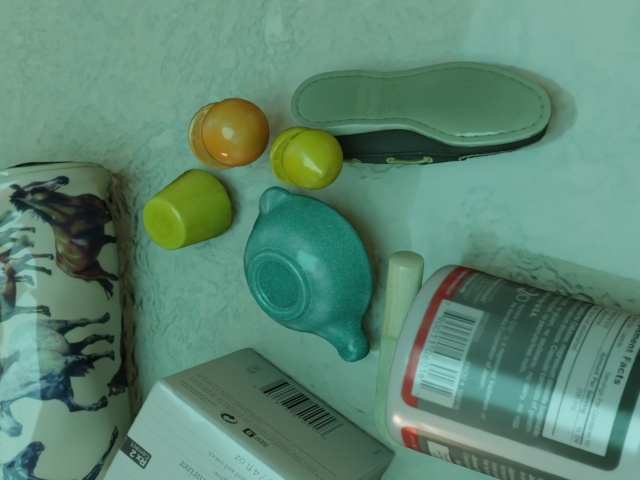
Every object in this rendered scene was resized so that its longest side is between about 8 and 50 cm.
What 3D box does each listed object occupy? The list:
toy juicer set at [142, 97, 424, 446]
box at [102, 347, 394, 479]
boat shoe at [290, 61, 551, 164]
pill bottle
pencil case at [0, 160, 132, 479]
[{"bbox_3d":[0.000,0.000,1.239,0.329,0.089,0.209,40,130,17],"label":"toy juicer set"},{"bbox_3d":[-0.061,0.203,1.251,0.181,0.182,0.119,34,107,16],"label":"box"},{"bbox_3d":[0.090,-0.104,1.218,0.228,0.068,0.081,5,63,21],"label":"boat shoe"},{"bbox_3d":[0.210,0.130,1.139,0.283,0.161,0.161,16,102,20],"label":"pill bottle"},{"bbox_3d":[-0.268,0.120,1.332,0.160,0.183,0.410,-2,94,23],"label":"pencil case"}]
